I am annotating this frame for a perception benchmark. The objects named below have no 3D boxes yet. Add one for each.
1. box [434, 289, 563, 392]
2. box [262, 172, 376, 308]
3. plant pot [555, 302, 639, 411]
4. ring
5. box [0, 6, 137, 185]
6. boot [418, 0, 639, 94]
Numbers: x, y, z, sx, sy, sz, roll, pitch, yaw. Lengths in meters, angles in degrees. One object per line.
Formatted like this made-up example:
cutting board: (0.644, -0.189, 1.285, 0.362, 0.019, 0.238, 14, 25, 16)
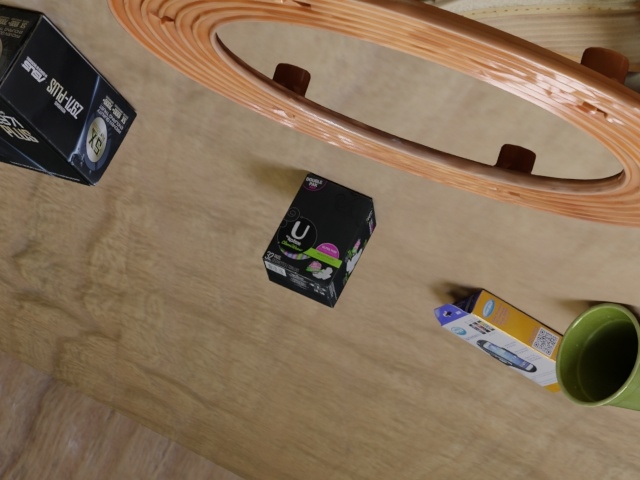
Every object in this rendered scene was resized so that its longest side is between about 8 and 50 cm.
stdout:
box: (0.165, 0.084, 1.476, 0.136, 0.028, 0.081, 32, 163, -7)
box: (0.000, 0.000, 1.382, 0.062, 0.083, 0.052, 24, 162, 14)
plant pot: (0.241, 0.100, 1.337, 0.079, 0.083, 0.083, 24, 168, -37)
ring: (0.053, -0.078, 0.873, 0.337, 0.032, 0.336, 18, 173, 2)
box: (-0.270, -0.129, 1.432, 0.180, 0.077, 0.147, 16, 159, 35)
boot: (0.126, -0.089, 0.910, 0.248, 0.090, 0.207, 6, 151, 43)
